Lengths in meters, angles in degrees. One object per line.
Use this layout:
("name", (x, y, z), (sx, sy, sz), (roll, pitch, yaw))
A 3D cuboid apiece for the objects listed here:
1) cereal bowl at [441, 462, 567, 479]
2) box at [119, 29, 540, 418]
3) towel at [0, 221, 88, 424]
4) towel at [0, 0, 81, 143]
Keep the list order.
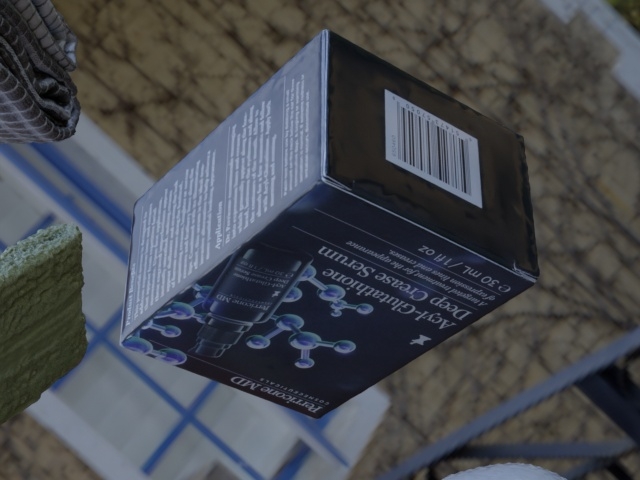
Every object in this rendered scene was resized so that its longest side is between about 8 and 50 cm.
("cereal bowl", (0.214, 0.337, 1.107), (0.141, 0.339, 0.339), (-17, 6, -3))
("box", (0.000, 0.000, 1.532), (0.395, 0.293, 0.212), (-38, 40, 41))
("towel", (-0.186, 0.059, 0.755), (0.148, 0.027, 0.110), (-38, -36, -43))
("towel", (-0.317, -0.135, 0.962), (0.283, 0.235, 0.121), (53, -145, -79))
